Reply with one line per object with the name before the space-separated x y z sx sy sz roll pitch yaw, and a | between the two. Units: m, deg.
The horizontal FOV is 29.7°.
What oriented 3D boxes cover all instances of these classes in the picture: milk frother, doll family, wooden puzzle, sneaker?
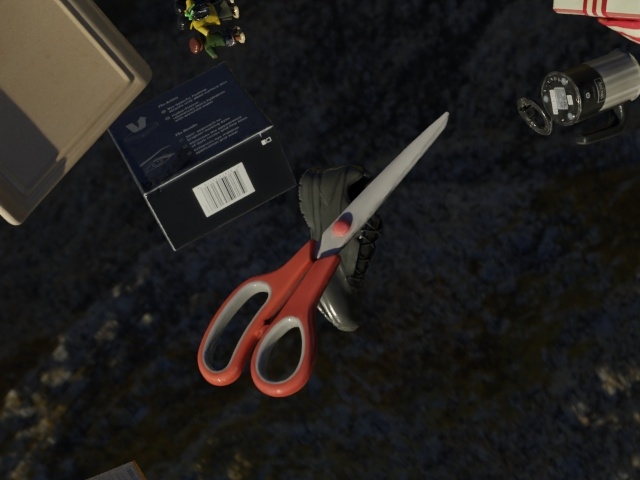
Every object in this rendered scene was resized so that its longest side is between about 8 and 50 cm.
milk frother | 0.393 -0.223 1.850 0.134 0.129 0.143 -21 33 -28
doll family | -0.208 -0.397 2.038 0.111 0.076 0.193 -18 61 -19
wooden puzzle | -0.309 -0.170 1.206 0.044 0.221 0.239 -1 47 52
sneaker | 0.043 0.007 2.007 0.130 0.109 0.286 -12 82 28

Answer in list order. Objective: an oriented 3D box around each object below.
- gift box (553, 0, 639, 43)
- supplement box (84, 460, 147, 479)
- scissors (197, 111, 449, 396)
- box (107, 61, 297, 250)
gift box | 0.463 -0.361 1.468 0.276 0.258 0.255 3 12 -13
supplement box | -0.256 0.299 1.399 0.036 0.098 0.062 54 129 18
scissors | 0.000 0.000 1.021 0.109 0.021 0.297 20 74 34
box | -0.132 -0.096 1.331 0.156 0.093 0.158 -28 43 -6
